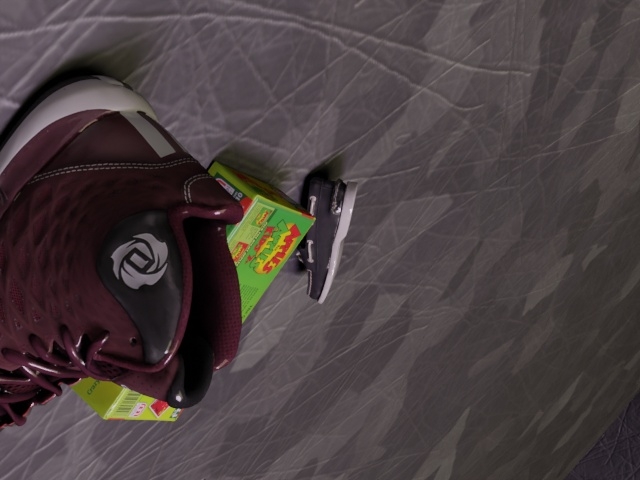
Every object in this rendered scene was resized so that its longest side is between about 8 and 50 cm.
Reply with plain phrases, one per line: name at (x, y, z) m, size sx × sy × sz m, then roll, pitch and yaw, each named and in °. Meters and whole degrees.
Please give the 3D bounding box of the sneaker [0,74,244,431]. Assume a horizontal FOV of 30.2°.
sneaker at (-0.143, 0.063, 0.609) m, size 0.281 × 0.162 × 0.106 m, roll -55°, pitch 155°, yaw 5°

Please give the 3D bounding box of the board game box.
board game box at (-0.087, 0.039, 0.815) m, size 0.181 × 0.043 × 0.092 m, roll -55°, pitch 156°, yaw 7°

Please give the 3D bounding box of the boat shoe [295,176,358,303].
boat shoe at (0.000, 0.000, 0.919) m, size 0.125 × 0.038 × 0.046 m, roll 103°, pitch 2°, yaw -49°
